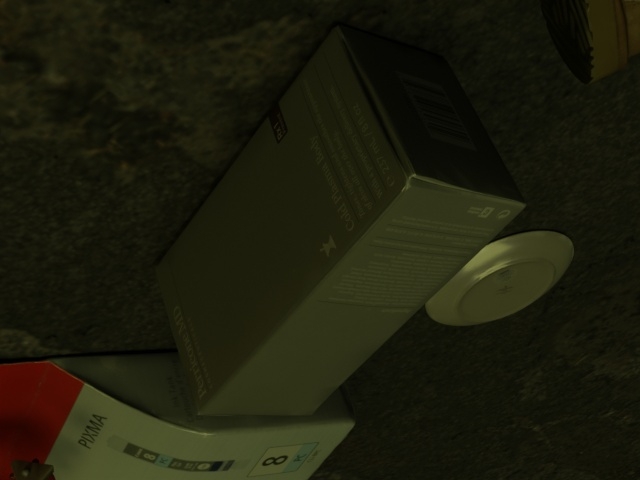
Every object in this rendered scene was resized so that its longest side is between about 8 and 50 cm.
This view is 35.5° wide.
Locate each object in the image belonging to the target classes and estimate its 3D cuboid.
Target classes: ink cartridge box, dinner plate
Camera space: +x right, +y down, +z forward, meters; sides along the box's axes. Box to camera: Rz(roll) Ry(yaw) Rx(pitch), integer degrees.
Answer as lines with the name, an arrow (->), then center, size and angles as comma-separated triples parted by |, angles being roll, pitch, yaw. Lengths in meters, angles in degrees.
ink cartridge box -> -0.203, 0.214, 0.856 | 0.385, 0.091, 0.308 | 0, 142, -33
dinner plate -> 0.161, 0.040, 0.882 | 0.141, 0.017, 0.141 | -15, 146, -11

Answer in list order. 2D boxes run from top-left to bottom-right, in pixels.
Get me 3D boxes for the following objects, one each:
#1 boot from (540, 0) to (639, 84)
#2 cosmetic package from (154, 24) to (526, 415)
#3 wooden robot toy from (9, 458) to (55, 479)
boot -> 0.230, -0.216, 0.491 | 0.270, 0.089, 0.236 | -27, 150, 2
cosmetic package -> 0.000, 0.000, 0.626 | 0.107, 0.127, 0.238 | 9, 135, -40
wooden robot toy -> -0.260, 0.195, 0.763 | 0.173, 0.079, 0.076 | -52, 176, 39
